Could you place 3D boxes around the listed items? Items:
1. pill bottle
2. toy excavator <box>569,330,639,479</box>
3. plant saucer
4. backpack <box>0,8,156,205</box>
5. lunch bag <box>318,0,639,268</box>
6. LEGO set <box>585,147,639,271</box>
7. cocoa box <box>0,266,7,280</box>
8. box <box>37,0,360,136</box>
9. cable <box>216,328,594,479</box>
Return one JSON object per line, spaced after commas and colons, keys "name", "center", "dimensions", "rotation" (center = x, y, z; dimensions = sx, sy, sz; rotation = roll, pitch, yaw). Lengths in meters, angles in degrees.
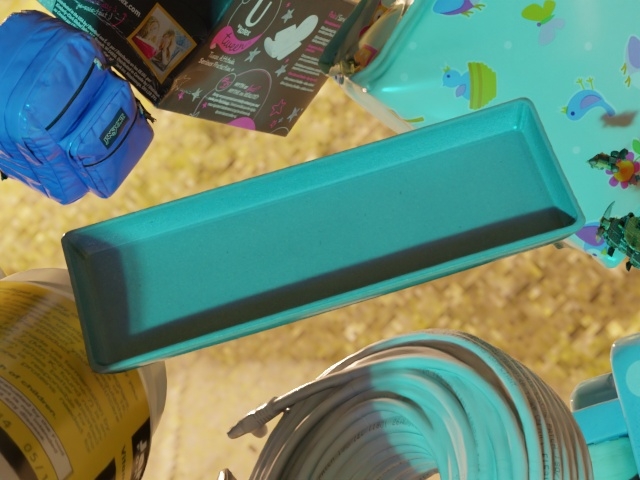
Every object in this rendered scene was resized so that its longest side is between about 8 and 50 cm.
{"name": "pill bottle", "center": [-0.133, 0.082, 0.677], "dimensions": [0.119, 0.119, 0.208], "rotation": [-38, 4, 17]}
{"name": "toy excavator", "center": [0.222, 0.181, 1.361], "dimensions": [0.445, 0.433, 0.222], "rotation": [-24, 74, 37]}
{"name": "plant saucer", "center": [0.000, 0.000, 0.678], "dimensions": [0.192, 0.018, 0.067], "rotation": [-16, 55, -4]}
{"name": "backpack", "center": [-0.169, -0.091, 1.157], "dimensions": [0.101, 0.120, 0.098], "rotation": [19, 68, 25]}
{"name": "lunch bag", "center": [0.162, -0.152, 1.145], "dimensions": [0.262, 0.223, 0.160], "rotation": [-56, 12, 0]}
{"name": "LEGO set", "center": [0.176, -0.012, 1.027], "dimensions": [0.023, 0.054, 0.083], "rotation": [-35, 54, 53]}
{"name": "cocoa box", "center": [-0.352, 0.074, 1.202], "dimensions": [0.231, 0.347, 0.228], "rotation": [-33, 2, 14]}
{"name": "box", "center": [-0.091, -0.196, 1.438], "dimensions": [0.142, 0.163, 0.247], "rotation": [-52, -19, 12]}
{"name": "cable", "center": [0.048, 0.179, 1.065], "dimensions": [0.257, 0.089, 0.257], "rotation": [-34, 43, 31]}
